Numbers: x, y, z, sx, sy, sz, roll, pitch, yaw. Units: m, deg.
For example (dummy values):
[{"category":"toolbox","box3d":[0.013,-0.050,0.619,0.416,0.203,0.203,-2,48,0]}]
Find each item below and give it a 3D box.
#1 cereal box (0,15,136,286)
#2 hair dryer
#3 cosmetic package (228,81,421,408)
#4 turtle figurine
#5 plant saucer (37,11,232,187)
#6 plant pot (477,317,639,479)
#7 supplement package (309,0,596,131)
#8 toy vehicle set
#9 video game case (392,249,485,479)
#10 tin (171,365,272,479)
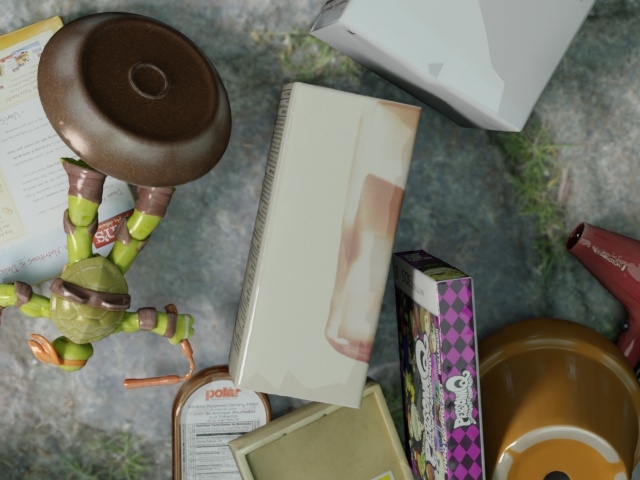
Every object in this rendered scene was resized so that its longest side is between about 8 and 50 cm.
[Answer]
[{"category":"cereal box","box3d":[-0.291,-0.080,1.226,0.173,0.047,0.240,-21,101,-6]},{"category":"hair dryer","box3d":[0.338,0.113,1.325,0.224,0.080,0.293,-21,99,-5]},{"category":"cosmetic package","box3d":[0.000,0.000,1.227,0.129,0.153,0.296,11,96,-9]},{"category":"turtle figurine","box3d":[-0.231,0.035,1.183,0.270,0.087,0.217,14,98,-13]},{"category":"plant saucer","box3d":[-0.169,-0.145,1.184,0.199,0.036,0.198,14,57,-24]},{"category":"plant pot","box3d":[0.231,0.203,1.239,0.205,0.188,0.205,1,105,5]},{"category":"supplement package","box3d":[0.148,-0.267,1.194,0.199,0.198,0.262,30,91,-11]},{"category":"toy vehicle set","box3d":[0.026,0.297,1.301,0.166,0.035,0.266,-23,103,-14]},{"category":"video game case","box3d":[0.115,0.136,1.229,0.042,0.210,0.232,-5,98,-7]},{"category":"tin","box3d":[-0.101,0.226,1.296,0.106,0.040,0.189,-2,96,-12]}]
